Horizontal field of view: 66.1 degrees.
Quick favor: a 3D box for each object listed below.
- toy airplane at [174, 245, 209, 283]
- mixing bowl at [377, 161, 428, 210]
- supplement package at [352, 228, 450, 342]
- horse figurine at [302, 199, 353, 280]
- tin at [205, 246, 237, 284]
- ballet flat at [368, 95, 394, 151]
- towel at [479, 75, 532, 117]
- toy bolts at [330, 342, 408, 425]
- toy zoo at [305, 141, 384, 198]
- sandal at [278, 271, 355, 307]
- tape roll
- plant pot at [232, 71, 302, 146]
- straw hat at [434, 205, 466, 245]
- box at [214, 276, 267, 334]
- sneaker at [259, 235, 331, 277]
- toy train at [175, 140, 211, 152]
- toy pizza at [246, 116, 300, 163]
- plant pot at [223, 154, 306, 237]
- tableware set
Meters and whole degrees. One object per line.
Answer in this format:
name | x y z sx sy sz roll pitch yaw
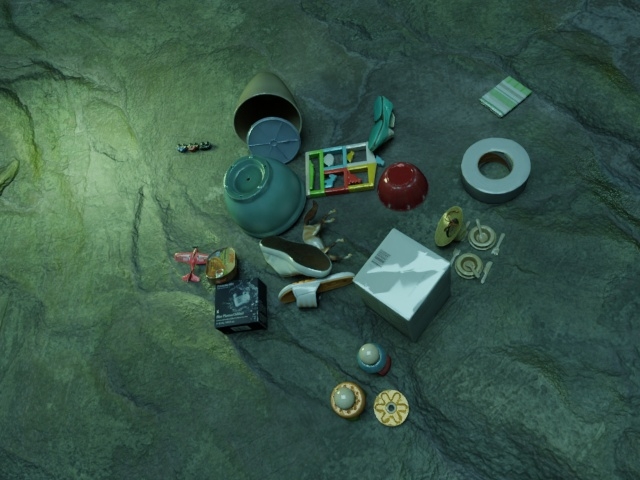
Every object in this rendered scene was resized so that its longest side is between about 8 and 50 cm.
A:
toy airplane | -0.462 0.090 1.792 0.151 0.028 0.151 -3 66 7
mixing bowl | 0.279 -0.202 1.696 0.181 0.098 0.182 -5 66 12
supplement package | 0.248 0.140 1.454 0.198 0.263 0.199 34 78 26
horse figurine | 0.000 0.000 1.682 0.174 0.066 0.264 -29 69 24
tin | -0.341 0.087 1.709 0.106 0.040 0.190 -19 30 3
ballet flat | 0.235 -0.424 1.814 0.087 0.083 0.248 20 62 -20
towel | 0.671 -0.520 1.786 0.152 0.023 0.113 -38 65 -7
toy bolts | 0.151 0.410 1.414 0.218 0.158 0.229 10 69 18
toy zoo | 0.089 -0.262 1.809 0.292 0.030 0.193 -7 65 12
sandal | -0.008 0.171 1.597 0.265 0.102 0.076 -16 60 5
tape roll | 0.583 -0.235 1.647 0.219 0.072 0.220 -5 65 11
plant pot | -0.205 -0.528 1.907 0.256 0.257 0.274 -13 47 8
straw hat | 0.438 -0.035 1.595 0.061 0.144 0.145 26 70 -18
box | -0.266 0.219 1.647 0.155 0.093 0.159 -10 63 10
sneaker | -0.075 0.077 1.645 0.290 0.123 0.106 22 45 36
toy train | -0.524 -0.383 2.026 0.158 0.027 0.036 -2 76 13
toy pizza | -0.175 -0.373 1.845 0.201 0.201 0.032 -14 39 8
plant pot | -0.222 -0.180 1.744 0.292 0.196 0.293 -8 65 18
tableware set | 0.495 0.031 1.566 0.128 0.039 0.194 22 73 22
